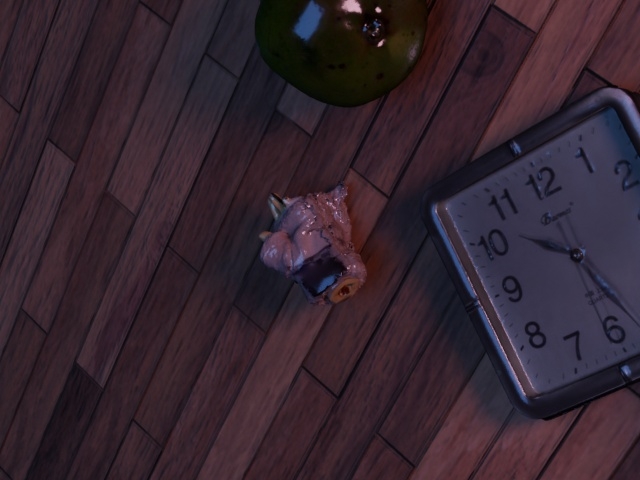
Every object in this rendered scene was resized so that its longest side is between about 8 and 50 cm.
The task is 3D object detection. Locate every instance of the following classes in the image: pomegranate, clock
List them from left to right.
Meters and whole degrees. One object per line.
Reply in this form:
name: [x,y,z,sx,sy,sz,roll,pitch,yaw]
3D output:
pomegranate: [0.008,-0.239,1.425,0.225,0.187,0.187,28,117,56]
clock: [0.260,0.018,1.349,0.273,0.049,0.278,-30,81,36]

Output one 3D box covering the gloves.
gloves: [-0.004,0.008,1.518,0.110,0.094,0.144,-26,63,28]
